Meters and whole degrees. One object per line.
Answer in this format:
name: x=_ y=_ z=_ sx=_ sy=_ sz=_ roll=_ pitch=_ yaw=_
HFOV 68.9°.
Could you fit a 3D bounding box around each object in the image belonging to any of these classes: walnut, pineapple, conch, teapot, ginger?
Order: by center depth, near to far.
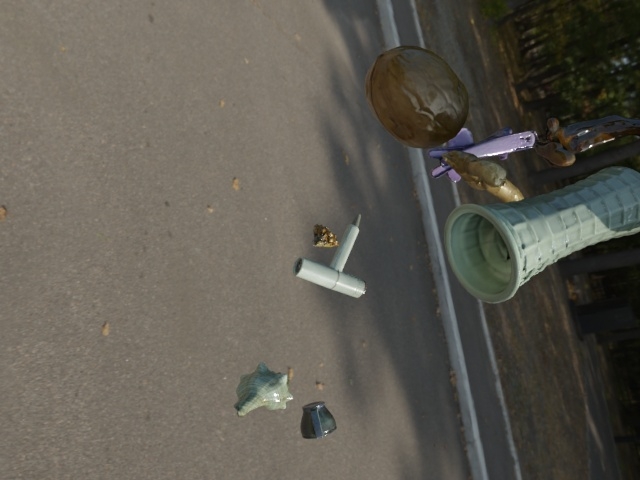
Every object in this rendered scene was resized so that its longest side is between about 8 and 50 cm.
teapot: x=-0.007 y=0.324 z=0.839 sx=0.088 sy=0.066 sz=0.057 roll=101 pitch=-26 yaw=-82
walnut: x=0.175 y=-0.262 z=0.857 sx=0.207 sy=0.167 sz=0.167 roll=39 pitch=41 yaw=-19
ginger: x=0.367 y=-0.127 z=1.013 sx=0.214 sy=0.133 sz=0.059 roll=32 pitch=92 yaw=-33
conch: x=-0.149 y=0.381 z=1.235 sx=0.233 sy=0.137 sz=0.115 roll=29 pitch=93 yaw=-50
pineapple: x=0.000 y=0.000 z=1.646 sx=0.114 sy=0.077 sz=0.114 roll=48 pitch=27 yaw=4

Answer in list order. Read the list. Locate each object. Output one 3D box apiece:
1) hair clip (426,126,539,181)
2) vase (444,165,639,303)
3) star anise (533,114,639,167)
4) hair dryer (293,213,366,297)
hair clip: x=0.382 y=-0.211 z=1.136 sx=0.090 sy=0.278 sz=0.137 roll=-126 pitch=-157 yaw=-70
vase: x=0.345 y=-0.021 z=0.684 sx=0.298 sy=0.143 sz=0.143 roll=-17 pitch=91 yaw=-20
star anise: x=0.348 y=-0.113 z=0.426 sx=0.238 sy=0.346 sz=0.148 roll=83 pitch=-16 yaw=-46
hair dryer: x=0.034 y=0.010 z=0.956 sx=0.154 sy=0.044 sz=0.183 roll=22 pitch=69 yaw=-26
